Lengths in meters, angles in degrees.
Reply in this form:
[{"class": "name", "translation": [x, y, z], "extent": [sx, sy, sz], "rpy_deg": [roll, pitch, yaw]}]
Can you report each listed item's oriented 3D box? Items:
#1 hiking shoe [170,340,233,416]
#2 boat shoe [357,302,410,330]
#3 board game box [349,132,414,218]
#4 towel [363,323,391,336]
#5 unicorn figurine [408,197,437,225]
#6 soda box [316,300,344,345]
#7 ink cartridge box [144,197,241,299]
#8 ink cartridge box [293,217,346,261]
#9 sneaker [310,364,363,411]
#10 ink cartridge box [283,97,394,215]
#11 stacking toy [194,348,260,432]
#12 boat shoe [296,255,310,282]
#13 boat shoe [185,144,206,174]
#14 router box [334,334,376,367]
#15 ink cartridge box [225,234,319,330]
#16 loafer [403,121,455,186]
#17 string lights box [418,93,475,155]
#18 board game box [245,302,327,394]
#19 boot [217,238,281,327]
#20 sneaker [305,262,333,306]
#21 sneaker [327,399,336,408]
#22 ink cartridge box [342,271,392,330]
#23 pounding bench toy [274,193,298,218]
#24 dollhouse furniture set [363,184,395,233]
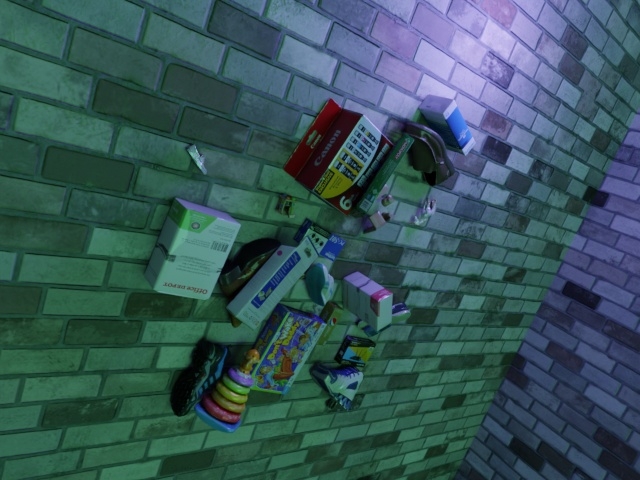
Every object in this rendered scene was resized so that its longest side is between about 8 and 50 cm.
[{"class": "hiking shoe", "translation": [-0.427, 0.512, 1.773], "extent": [0.132, 0.113, 0.304], "rpy_deg": [23, 100, -47]}, {"class": "boat shoe", "translation": [0.286, 0.344, 2.252], "extent": [0.254, 0.079, 0.095], "rpy_deg": [-17, 137, -5]}, {"class": "board game box", "translation": [0.217, -0.232, 1.808], "extent": [0.046, 0.213, 0.317], "rpy_deg": [34, 85, -3]}, {"class": "towel", "translation": [0.259, 0.397, 2.214], "extent": [0.119, 0.029, 0.067], "rpy_deg": [-32, 132, 12]}, {"class": "unicorn figurine", "translation": [0.465, -0.125, 2.160], "extent": [0.161, 0.060, 0.111], "rpy_deg": [-12, 119, -33]}, {"class": "soda box", "translation": [0.024, 0.351, 2.071], "extent": [0.058, 0.061, 0.181], "rpy_deg": [23, 98, -42]}, {"class": "ink cartridge box", "translation": [-0.402, 0.030, 1.532], "extent": [0.198, 0.114, 0.273], "rpy_deg": [18, 101, -42]}, {"class": "ink cartridge box", "translation": [0.000, 0.000, 1.876], "extent": [0.207, 0.046, 0.097], "rpy_deg": [30, 95, -43]}, {"class": "sneaker", "translation": [0.091, 0.631, 2.246], "extent": [0.182, 0.127, 0.316], "rpy_deg": [-50, 132, -19]}, {"class": "ink cartridge box", "translation": [0.065, -0.290, 1.715], "extent": [0.271, 0.130, 0.310], "rpy_deg": [31, 93, -42]}, {"class": "stacking toy", "translation": [-0.317, 0.537, 1.819], "extent": [0.302, 0.175, 0.166], "rpy_deg": [-60, 175, -2]}, {"class": "boat shoe", "translation": [-0.078, 0.120, 1.879], "extent": [0.050, 0.045, 0.135], "rpy_deg": [30, 93, -43]}, {"class": "boat shoe", "translation": [-0.365, -0.244, 1.471], "extent": [0.035, 0.035, 0.100], "rpy_deg": [-38, 124, -12]}, {"class": "router box", "translation": [0.163, 0.519, 2.279], "extent": [0.178, 0.046, 0.133], "rpy_deg": [20, 100, -42]}, {"class": "ink cartridge box", "translation": [-0.160, 0.141, 1.727], "extent": [0.371, 0.069, 0.176], "rpy_deg": [-47, 153, -10]}, {"class": "loafer", "translation": [0.433, -0.334, 1.972], "extent": [0.130, 0.133, 0.366], "rpy_deg": [-52, 133, -3]}, {"class": "string lights box", "translation": [0.511, -0.461, 1.966], "extent": [0.077, 0.133, 0.259], "rpy_deg": [-52, 134, -4]}, {"class": "board game box", "translation": [-0.155, 0.442, 1.969], "extent": [0.233, 0.078, 0.347], "rpy_deg": [25, 96, -43]}, {"class": "boot", "translation": [-0.231, 0.154, 1.752], "extent": [0.264, 0.096, 0.281], "rpy_deg": [-40, 139, -31]}, {"class": "sneaker", "translation": [0.003, 0.158, 1.926], "extent": [0.092, 0.087, 0.229], "rpy_deg": [-53, 155, -34]}, {"class": "sneaker", "translation": [0.071, 0.771, 2.355], "extent": [0.109, 0.040, 0.044], "rpy_deg": [-35, 167, -29]}, {"class": "ink cartridge box", "translation": [0.194, 0.250, 2.042], "extent": [0.092, 0.217, 0.159], "rpy_deg": [-24, 126, -33]}, {"class": "pounding bench toy", "translation": [-0.110, -0.119, 1.701], "extent": [0.052, 0.083, 0.065], "rpy_deg": [7, 109, -40]}, {"class": "dollhouse furniture set", "translation": [0.216, -0.133, 1.986], "extent": [0.144, 0.123, 0.151], "rpy_deg": [-34, 95, -19]}]
